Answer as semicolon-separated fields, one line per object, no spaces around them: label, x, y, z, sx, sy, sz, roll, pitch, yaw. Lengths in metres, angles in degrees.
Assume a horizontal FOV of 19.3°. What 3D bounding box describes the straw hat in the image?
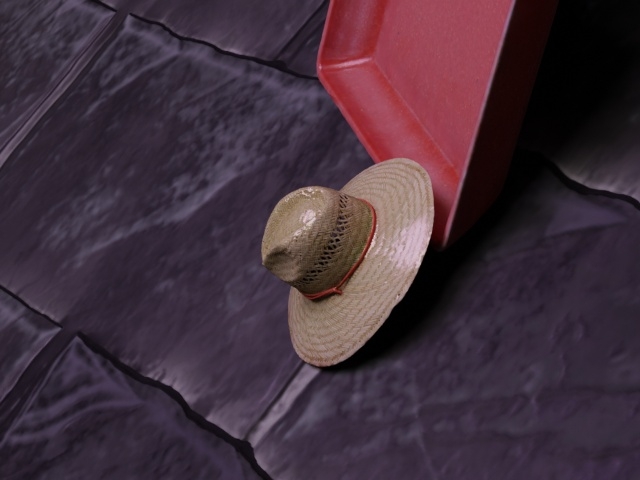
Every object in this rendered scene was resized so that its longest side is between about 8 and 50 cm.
straw hat;0.000;0.000;1.140;0.144;0.061;0.144;-38;39;39

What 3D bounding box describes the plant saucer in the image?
plant saucer;0.081;-0.164;1.165;0.258;0.047;0.259;-121;38;-54
